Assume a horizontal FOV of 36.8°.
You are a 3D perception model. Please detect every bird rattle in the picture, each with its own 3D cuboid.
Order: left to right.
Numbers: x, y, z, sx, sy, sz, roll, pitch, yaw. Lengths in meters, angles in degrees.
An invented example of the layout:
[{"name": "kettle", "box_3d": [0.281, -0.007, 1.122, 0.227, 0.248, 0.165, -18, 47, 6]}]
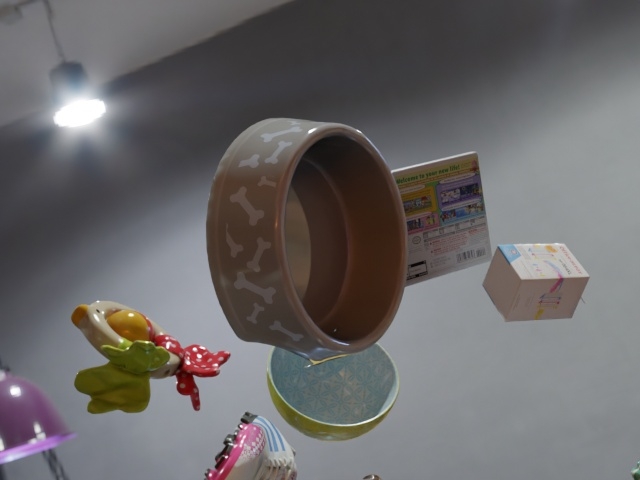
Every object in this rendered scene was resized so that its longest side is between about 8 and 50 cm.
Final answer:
[{"name": "bird rattle", "box_3d": [-0.265, 0.158, 1.463, 0.143, 0.207, 0.253, -56, -23, 20]}]

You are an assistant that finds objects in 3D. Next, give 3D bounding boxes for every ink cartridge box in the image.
[{"name": "ink cartridge box", "box_3d": [0.352, 0.066, 1.542, 0.143, 0.092, 0.090, -2, -52, -19]}]

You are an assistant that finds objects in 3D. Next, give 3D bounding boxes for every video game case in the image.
[{"name": "video game case", "box_3d": [0.191, -0.036, 1.618, 0.212, 0.193, 0.023, -15, 10, -28]}]

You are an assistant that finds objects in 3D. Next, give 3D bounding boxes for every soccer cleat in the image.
[{"name": "soccer cleat", "box_3d": [-0.101, 0.377, 1.639, 0.116, 0.143, 0.331, -55, -1, 4]}]

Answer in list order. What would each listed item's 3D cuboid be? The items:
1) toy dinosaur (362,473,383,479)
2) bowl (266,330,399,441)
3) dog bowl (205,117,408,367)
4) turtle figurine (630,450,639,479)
[{"name": "toy dinosaur", "box_3d": [0.065, 0.321, 1.191, 0.112, 0.064, 0.211, 3, 12, 24]}, {"name": "bowl", "box_3d": [0.014, 0.336, 2.082, 0.290, 0.289, 0.156, -13, -44, -29]}, {"name": "dog bowl", "box_3d": [0.000, 0.000, 1.295, 0.102, 0.348, 0.349, -6, -1, 36]}, {"name": "turtle figurine", "box_3d": [0.427, 0.285, 1.050, 0.175, 0.118, 0.234, 6, -48, -5]}]
